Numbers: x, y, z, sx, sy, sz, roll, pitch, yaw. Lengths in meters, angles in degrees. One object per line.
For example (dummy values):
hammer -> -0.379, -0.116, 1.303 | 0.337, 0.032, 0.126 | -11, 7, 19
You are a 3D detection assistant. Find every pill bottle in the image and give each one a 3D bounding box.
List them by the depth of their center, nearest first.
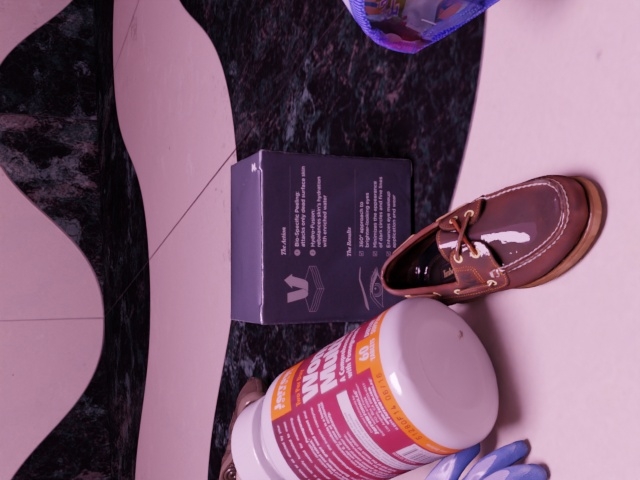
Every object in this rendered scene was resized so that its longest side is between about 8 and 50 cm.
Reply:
pill bottle -> 0.028, 0.144, 0.647 | 0.221, 0.121, 0.121 | -36, 55, 37

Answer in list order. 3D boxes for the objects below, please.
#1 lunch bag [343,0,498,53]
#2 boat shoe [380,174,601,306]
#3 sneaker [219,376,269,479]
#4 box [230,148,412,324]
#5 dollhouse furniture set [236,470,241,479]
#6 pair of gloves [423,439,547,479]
lunch bag -> 0.079, -0.363, 0.498 | 0.385, 0.239, 0.327 | -60, 39, 35
boat shoe -> 0.119, 0.008, 0.591 | 0.207, 0.073, 0.073 | 138, 133, -56
sneaker -> -0.100, 0.281, 1.097 | 0.071, 0.066, 0.188 | -104, 28, -66
box -> 0.000, 0.000, 0.748 | 0.093, 0.158, 0.155 | 173, 98, -65
dollhouse furniture set -> 0.007, 0.296, 0.678 | 0.303, 0.198, 0.286 | 133, 132, -55
pair of gloves -> 0.111, 0.243, 0.552 | 0.159, 0.023, 0.198 | -39, 37, 18
